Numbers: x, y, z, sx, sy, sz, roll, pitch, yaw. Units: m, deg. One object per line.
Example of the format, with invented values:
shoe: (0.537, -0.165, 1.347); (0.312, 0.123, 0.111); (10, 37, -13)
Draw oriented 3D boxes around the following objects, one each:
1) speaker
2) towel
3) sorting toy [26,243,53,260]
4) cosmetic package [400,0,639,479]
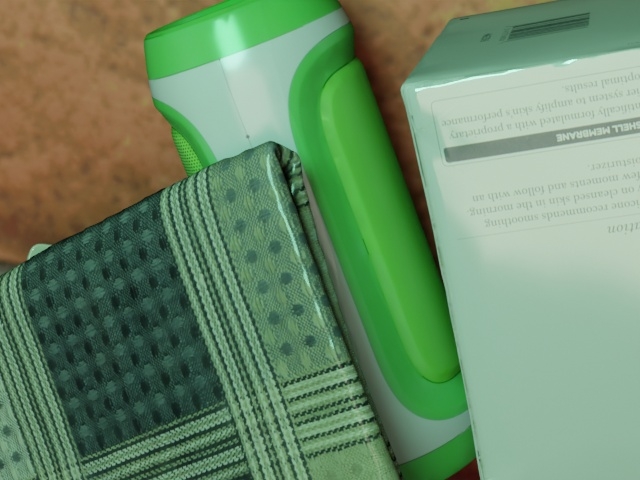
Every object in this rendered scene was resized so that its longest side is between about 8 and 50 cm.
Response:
speaker: (0.000, 0.000, 0.865); (0.131, 0.131, 0.297); (-18, 102, 15)
towel: (-0.072, 0.141, 0.836); (0.312, 0.056, 0.324); (-24, 82, 37)
sorting toy: (-0.161, 0.038, 0.957); (0.083, 0.045, 0.075); (-2, 99, 12)
cosmetic package: (0.143, -0.006, 0.784); (0.138, 0.224, 0.225); (-8, 105, 13)
